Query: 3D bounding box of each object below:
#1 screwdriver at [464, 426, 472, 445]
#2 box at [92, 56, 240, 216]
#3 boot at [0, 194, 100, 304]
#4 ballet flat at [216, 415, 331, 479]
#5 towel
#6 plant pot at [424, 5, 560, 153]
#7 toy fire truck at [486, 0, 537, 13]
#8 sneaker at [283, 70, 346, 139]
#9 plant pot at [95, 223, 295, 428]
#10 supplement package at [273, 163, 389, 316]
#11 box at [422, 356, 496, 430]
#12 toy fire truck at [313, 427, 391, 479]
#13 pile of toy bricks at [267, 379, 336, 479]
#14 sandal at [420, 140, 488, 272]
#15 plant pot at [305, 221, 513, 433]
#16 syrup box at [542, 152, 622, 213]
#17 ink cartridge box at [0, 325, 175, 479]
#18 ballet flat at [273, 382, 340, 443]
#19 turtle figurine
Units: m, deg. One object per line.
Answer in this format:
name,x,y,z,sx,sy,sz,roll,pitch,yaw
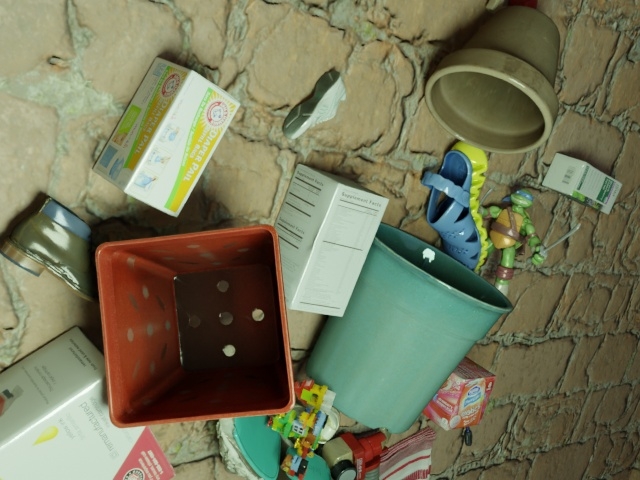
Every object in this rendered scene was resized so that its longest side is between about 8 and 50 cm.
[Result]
screwdriver,0.420,0.519,2.113,0.024,0.025,0.169,-24,117,-30
box,-0.232,-0.157,1.114,0.103,0.114,0.203,30,89,-46
boot,-0.359,0.022,1.116,0.219,0.082,0.106,35,89,-44
ballet flat,-0.121,0.457,1.518,0.147,0.147,0.409,-50,134,-10
towel,0.207,0.676,1.987,0.237,0.037,0.328,-18,122,-34
plant pot,0.371,-0.340,1.480,0.263,0.263,0.229,48,63,-44
toy fire truck,0.369,-0.516,1.512,0.192,0.047,0.135,-24,127,-30
sneaker,-0.004,-0.231,1.322,0.152,0.054,0.061,-49,137,-12
plant pot,-0.170,0.127,1.161,0.236,0.268,0.267,29,55,-84
supplement package,0.000,0.000,1.382,0.139,0.134,0.244,14,101,-41
box,0.253,0.306,1.679,0.123,0.257,0.128,3,109,-41
toy fire truck,0.109,0.529,1.766,0.246,0.158,0.217,-16,121,-23
pile of toy bricks,-0.052,0.365,1.433,0.118,0.105,0.212,-58,167,-47
sandal,0.287,-0.056,1.632,0.138,0.126,0.317,-22,116,-29
plant pot,0.156,0.184,1.504,0.341,0.341,0.334,16,108,-45
syrup box,0.697,-0.149,1.956,0.237,0.096,0.093,15,100,-44
ink cartridge box,-0.461,0.366,1.144,0.385,0.160,0.279,-34,130,-24
ballet flat,-0.028,0.379,1.574,0.107,0.106,0.316,-56,136,-4
turtle figurine,0.416,0.008,1.722,0.198,0.274,0.266,18,105,-11
